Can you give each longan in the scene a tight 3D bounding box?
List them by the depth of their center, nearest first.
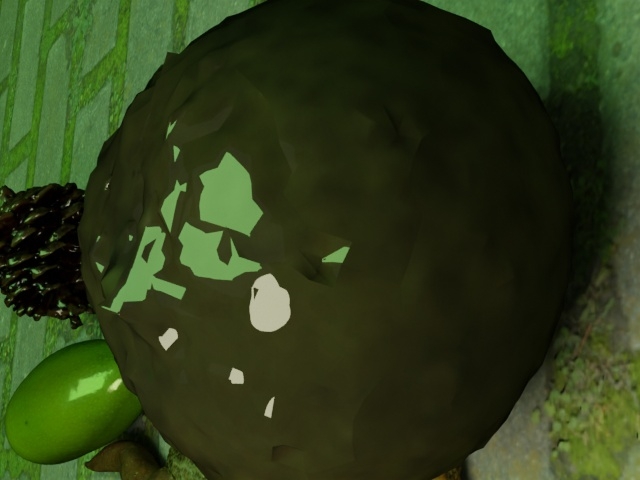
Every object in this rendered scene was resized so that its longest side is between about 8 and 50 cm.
[{"bbox_3d":[0.000,0.000,0.757,0.391,0.391,0.391,-26,59,54],"label":"longan"}]

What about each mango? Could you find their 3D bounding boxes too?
[{"bbox_3d":[-0.346,0.229,1.472,0.343,0.156,0.192,-28,21,42],"label":"mango"}]

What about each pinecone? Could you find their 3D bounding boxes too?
[{"bbox_3d":[-0.477,0.022,1.702,0.243,0.243,0.257,27,130,59],"label":"pinecone"}]

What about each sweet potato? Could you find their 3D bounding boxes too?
[{"bbox_3d":[-0.255,0.325,1.394,0.281,0.059,0.067,4,74,59],"label":"sweet potato"}]

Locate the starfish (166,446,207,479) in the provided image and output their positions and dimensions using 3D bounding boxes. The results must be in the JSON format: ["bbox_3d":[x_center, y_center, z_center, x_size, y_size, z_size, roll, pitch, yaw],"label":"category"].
[{"bbox_3d":[-0.125,0.219,1.114,0.347,0.078,0.358,-90,18,-61],"label":"starfish"}]

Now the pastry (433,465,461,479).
[{"bbox_3d":[0.077,0.246,0.868,0.140,0.056,0.080,-40,55,39],"label":"pastry"}]
